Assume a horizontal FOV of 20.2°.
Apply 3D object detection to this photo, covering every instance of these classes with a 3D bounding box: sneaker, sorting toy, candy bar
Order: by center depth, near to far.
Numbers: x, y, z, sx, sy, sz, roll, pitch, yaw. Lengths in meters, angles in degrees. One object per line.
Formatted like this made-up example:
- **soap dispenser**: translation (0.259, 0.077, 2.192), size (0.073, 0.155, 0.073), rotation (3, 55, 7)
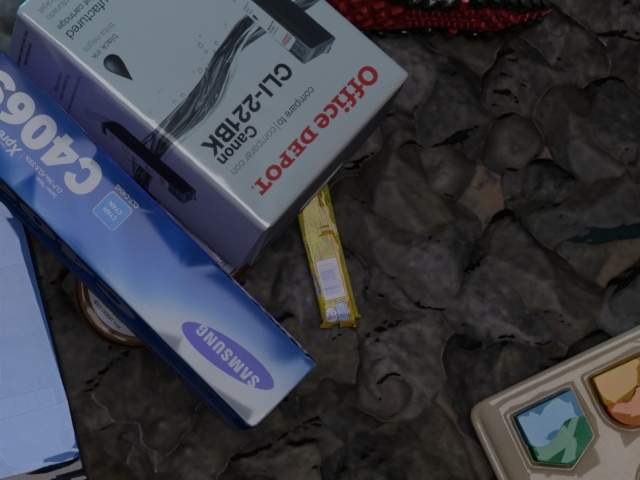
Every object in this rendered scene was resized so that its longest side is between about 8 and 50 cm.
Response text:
- **candy bar**: translation (0.000, 0.000, 1.570), size (0.040, 0.018, 0.162), rotation (-13, 86, -7)
- **sorting toy**: translation (0.259, 0.192, 1.577), size (0.208, 0.038, 0.193), rotation (-24, 87, -12)
- **sneaker**: translation (0.071, -0.249, 1.587), size (0.261, 0.104, 0.125), rotation (4, 68, -15)

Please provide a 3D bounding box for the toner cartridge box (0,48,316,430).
- **toner cartridge box**: translation (-0.160, 0.005, 1.434), size (0.348, 0.165, 0.075), rotation (45, 80, -1)

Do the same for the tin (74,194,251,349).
- **tin**: translation (-0.125, 0.013, 1.540), size (0.189, 0.040, 0.106), rotation (-43, 95, -12)

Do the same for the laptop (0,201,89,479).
- **laptop**: translation (-0.374, 0.184, 1.382), size (0.381, 0.408, 0.236), rotation (-14, 118, -10)

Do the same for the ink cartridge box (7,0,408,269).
- **ink cartridge box**: translation (-0.094, -0.142, 1.501), size (0.273, 0.114, 0.197), rotation (41, 67, 1)
